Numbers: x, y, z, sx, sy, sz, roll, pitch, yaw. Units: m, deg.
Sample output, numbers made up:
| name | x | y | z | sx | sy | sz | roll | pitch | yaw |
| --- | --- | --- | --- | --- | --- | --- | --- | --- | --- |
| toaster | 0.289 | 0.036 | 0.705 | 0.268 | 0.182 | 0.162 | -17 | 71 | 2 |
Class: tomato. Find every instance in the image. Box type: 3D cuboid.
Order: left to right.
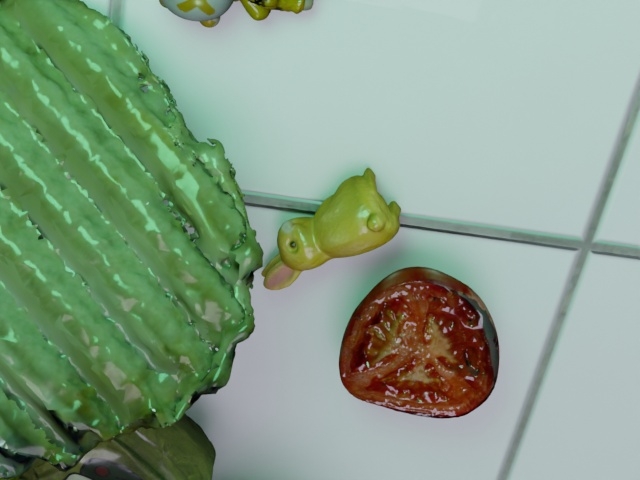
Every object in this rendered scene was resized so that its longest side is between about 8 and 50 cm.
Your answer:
| name | x | y | z | sx | sy | sz | roll | pitch | yaw |
| --- | --- | --- | --- | --- | --- | --- | --- | --- | --- |
| tomato | 0.106 | 0.093 | 1.228 | 0.166 | 0.082 | 0.174 | 12 | 124 | -6 |

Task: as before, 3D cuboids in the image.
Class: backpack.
| name | x | y | z | sx | sy | sz | roll | pitch | yaw |
| --- | --- | --- | --- | --- | --- | --- | --- | --- | --- |
| backpack | -0.248 | 0.240 | 1.267 | 0.253 | 0.140 | 0.207 | -31 | 117 | 24 |

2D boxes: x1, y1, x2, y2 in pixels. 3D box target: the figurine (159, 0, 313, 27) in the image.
| name | x | y | z | sx | sy | sz | roll | pitch | yaw |
| --- | --- | --- | --- | --- | --- | --- | --- | --- | --- |
| figurine | -0.076 | -0.220 | 1.040 | 0.143 | 0.068 | 0.101 | 22 | 126 | -35 |

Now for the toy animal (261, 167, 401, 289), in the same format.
| name | x | y | z | sx | sy | sz | roll | pitch | yaw |
| --- | --- | --- | --- | --- | --- | --- | --- | --- | --- |
| toy animal | -0.001 | 0.000 | 1.171 | 0.159 | 0.083 | 0.070 | -28 | 112 | 23 |

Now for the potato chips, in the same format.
| name | x | y | z | sx | sy | sz | roll | pitch | yaw |
| --- | --- | --- | --- | --- | --- | --- | --- | --- | --- |
| potato chips | -0.256 | -0.010 | 1.030 | 0.358 | 0.070 | 0.429 | -39 | 90 | -3 |

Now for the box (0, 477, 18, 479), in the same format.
| name | x | y | z | sx | sy | sz | roll | pitch | yaw |
| --- | --- | --- | --- | --- | --- | --- | --- | --- | --- |
| box | -0.290 | 0.091 | 1.158 | 0.335 | 0.047 | 0.187 | -46 | 71 | 21 |
